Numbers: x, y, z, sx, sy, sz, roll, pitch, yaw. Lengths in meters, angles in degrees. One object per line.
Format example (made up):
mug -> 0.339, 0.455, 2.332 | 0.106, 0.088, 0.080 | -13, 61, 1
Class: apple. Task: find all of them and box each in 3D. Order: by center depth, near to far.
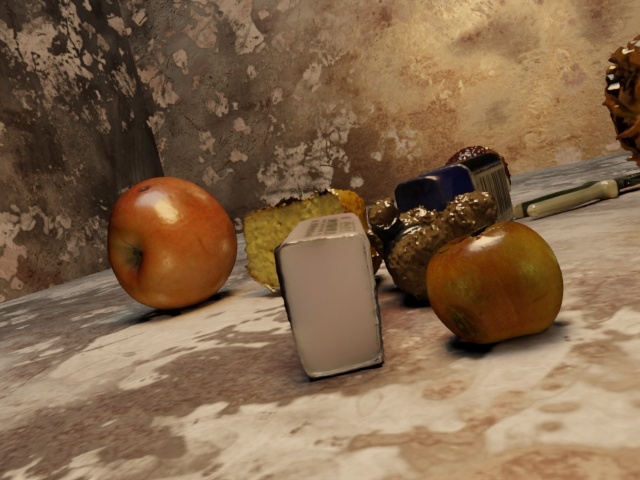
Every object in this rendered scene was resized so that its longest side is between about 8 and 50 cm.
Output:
apple -> 0.153, 0.039, 0.450 | 0.114, 0.102, 0.099 | -23, -5, -14
apple -> -0.287, 0.008, 0.971 | 0.253, 0.254, 0.253 | -13, 6, 1

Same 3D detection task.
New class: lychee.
lychee -> 0.381, -0.144, 1.298 | 0.188, 0.188, 0.188 | -13, 6, 1

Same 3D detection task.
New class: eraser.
eraser -> 0.016, 0.040, 0.586 | 0.086, 0.131, 0.287 | -11, 5, 4
eraser -> 0.246, -0.058, 0.885 | 0.101, 0.155, 0.332 | -12, 7, 36

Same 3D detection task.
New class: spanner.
spanner -> 0.566, -0.101, 1.088 | 0.324, 0.040, 0.095 | -16, 7, -9

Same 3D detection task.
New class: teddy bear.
teddy bear -> 0.138, 0.012, 0.638 | 0.129, 0.182, 0.251 | -52, 18, -12

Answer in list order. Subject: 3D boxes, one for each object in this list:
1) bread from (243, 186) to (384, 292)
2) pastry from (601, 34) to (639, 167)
bread -> -0.002, 0.003, 0.858 | 0.147, 0.161, 0.260 | -11, -4, -44
pastry -> 0.591, -0.183, 0.620 | 0.404, 0.293, 0.337 | 2, 1, -14
